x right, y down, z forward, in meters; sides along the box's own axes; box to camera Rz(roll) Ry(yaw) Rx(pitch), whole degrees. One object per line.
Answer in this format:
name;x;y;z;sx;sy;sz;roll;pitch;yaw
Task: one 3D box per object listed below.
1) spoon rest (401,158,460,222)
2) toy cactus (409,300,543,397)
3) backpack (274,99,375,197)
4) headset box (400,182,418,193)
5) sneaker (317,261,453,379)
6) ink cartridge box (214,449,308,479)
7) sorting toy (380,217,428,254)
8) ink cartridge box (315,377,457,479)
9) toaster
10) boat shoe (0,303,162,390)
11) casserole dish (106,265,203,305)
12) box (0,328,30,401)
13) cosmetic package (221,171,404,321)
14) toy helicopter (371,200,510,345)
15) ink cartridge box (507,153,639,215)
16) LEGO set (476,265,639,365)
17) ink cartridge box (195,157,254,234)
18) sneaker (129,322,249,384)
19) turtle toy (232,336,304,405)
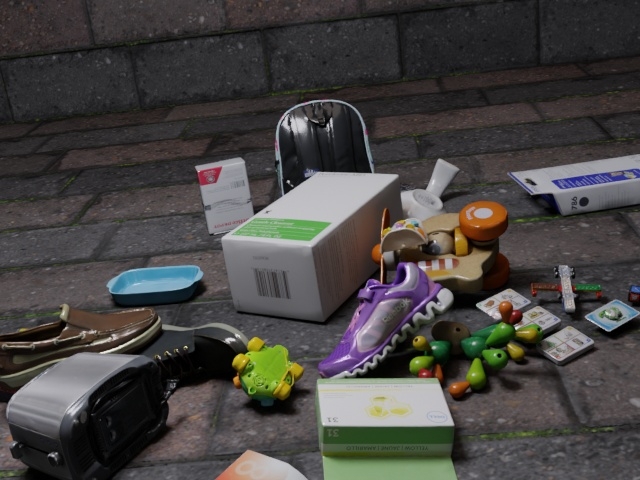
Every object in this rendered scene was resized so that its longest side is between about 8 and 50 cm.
spoon rest;0.230;-0.082;1.861;0.137;0.084;0.276;29;35;8
toy cactus;0.214;0.149;1.292;0.219;0.112;0.180;-25;16;-15
backpack;0.006;-0.186;1.970;0.225;0.253;0.191;-10;2;-3
headset box;0.176;-0.102;1.997;0.083;0.032;0.062;-20;25;-28
sneaker;0.082;0.117;1.304;0.236;0.104;0.095;-38;9;-12
ink cartridge box;-0.059;0.319;1.009;0.179;0.045;0.145;6;25;35
sorting toy;0.142;-0.017;1.489;0.083;0.045;0.075;-13;20;19
ink cartridge box;0.084;0.252;1.088;0.171;0.056;0.235;1;19;-3
toaster;-0.317;0.232;1.195;0.146;0.129;0.227;3;25;30
boat shoe;-0.373;0.143;1.330;0.257;0.095;0.095;-20;21;-20
casserole dish;-0.316;0.089;1.673;0.188;0.037;0.114;-4;22;7
box;-0.436;0.204;1.413;0.233;0.044;0.159;1;24;19
cosmetic package;0.000;0.000;1.637;0.197;0.155;0.365;3;25;28
toy helicopter;0.160;0.057;1.488;0.235;0.140;0.355;16;43;32
ink cartridge box;0.586;-0.120;1.869;0.332;0.065;0.165;-7;22;-3
LEGO set;0.400;0.116;1.396;0.244;0.060;0.182;-23;36;-27
ink cartridge box;-0.215;-0.100;1.961;0.109;0.150;0.063;-12;18;-13
sneaker;-0.213;0.191;1.345;0.222;0.083;0.118;-4;24;35
turtle toy;-0.079;0.195;1.285;0.095;0.066;0.130;33;32;6
